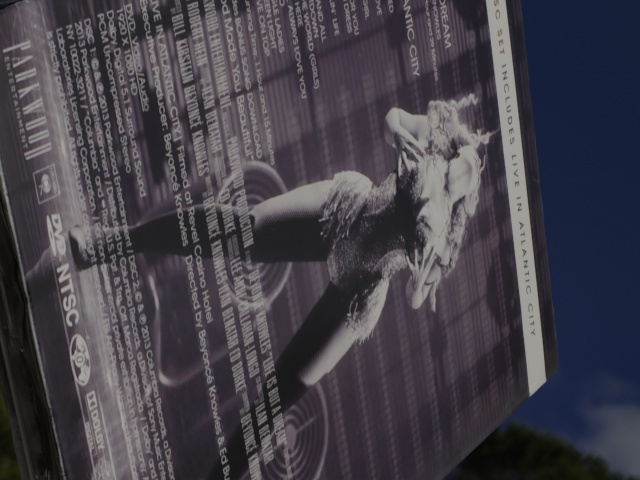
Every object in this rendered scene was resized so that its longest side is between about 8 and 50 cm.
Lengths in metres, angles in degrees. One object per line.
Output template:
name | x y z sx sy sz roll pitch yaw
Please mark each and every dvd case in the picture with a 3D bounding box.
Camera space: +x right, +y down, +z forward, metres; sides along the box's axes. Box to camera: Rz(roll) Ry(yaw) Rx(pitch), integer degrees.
dvd case | 0.000 0.000 0.408 0.018 0.221 0.164 3 -69 34
